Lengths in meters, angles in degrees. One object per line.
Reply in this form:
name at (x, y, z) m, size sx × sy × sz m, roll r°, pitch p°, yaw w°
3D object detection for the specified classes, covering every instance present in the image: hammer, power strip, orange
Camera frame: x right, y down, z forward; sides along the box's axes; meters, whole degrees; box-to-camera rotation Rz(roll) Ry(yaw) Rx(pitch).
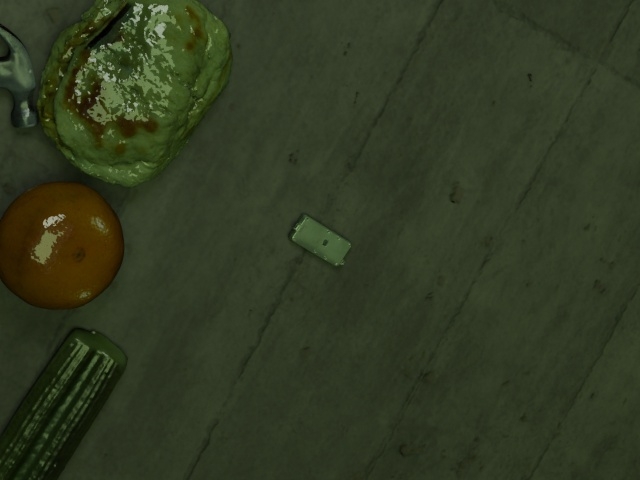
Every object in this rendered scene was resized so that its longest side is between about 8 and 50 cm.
hammer at (-0.473, -0.185, 1.371) m, size 0.289 × 0.037 × 0.137 m, roll -7°, pitch 110°, yaw -17°
power strip at (0.000, 0.000, 1.602) m, size 0.090 × 0.016 × 0.040 m, roll 31°, pitch 96°, yaw -24°
orange at (-0.313, 0.005, 1.442) m, size 0.156 × 0.124 × 0.156 m, roll -12°, pitch 111°, yaw -33°

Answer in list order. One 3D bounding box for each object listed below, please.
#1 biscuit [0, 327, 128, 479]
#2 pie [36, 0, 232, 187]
biscuit at (-0.360, 0.261, 1.557) m, size 0.099 × 0.038 × 0.322 m, roll 32°, pitch 95°, yaw -22°
pie at (-0.219, -0.187, 1.428) m, size 0.201 × 0.090 × 0.248 m, roll 35°, pitch 90°, yaw -24°
